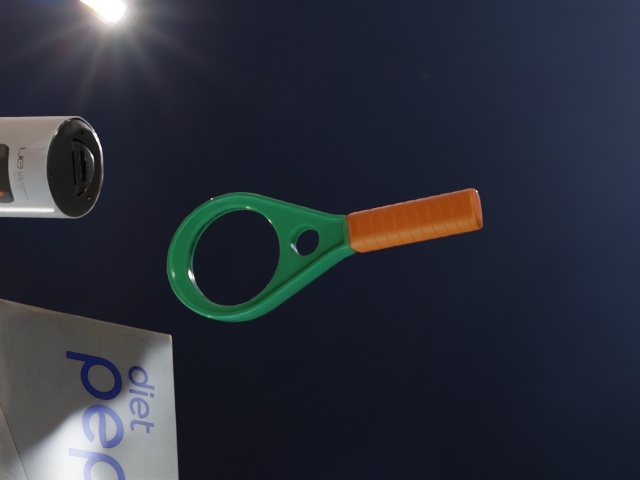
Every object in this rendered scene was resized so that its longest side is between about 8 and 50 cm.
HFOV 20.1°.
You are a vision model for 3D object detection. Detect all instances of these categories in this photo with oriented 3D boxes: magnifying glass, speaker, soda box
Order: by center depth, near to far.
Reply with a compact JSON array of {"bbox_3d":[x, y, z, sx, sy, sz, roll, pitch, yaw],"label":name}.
[{"bbox_3d":[-0.120,0.175,0.787,0.091,0.098,0.286,-39,-134,45],"label":"soda box"},{"bbox_3d":[-0.187,-0.040,0.978,0.136,0.055,0.055,2,-130,26],"label":"speaker"},{"bbox_3d":[0.000,0.000,1.259,0.231,0.026,0.092,-12,-109,20],"label":"magnifying glass"}]
